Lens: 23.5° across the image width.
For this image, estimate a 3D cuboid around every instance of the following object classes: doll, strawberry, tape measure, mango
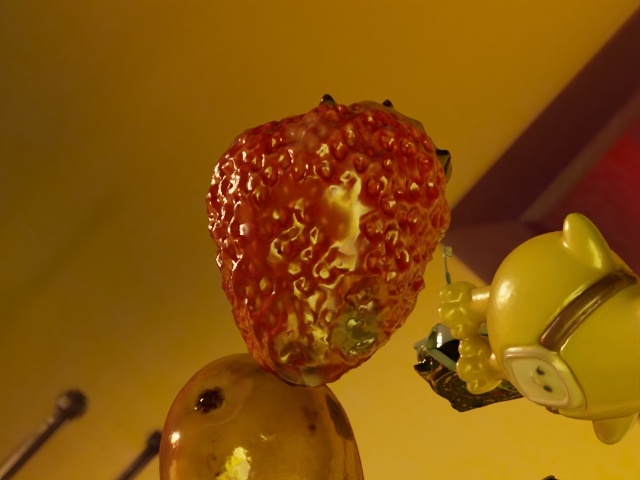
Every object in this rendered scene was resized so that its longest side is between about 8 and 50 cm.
[{"bbox_3d":[0.245,0.071,1.264,0.363,0.145,0.199,-12,-80,53],"label":"doll"},{"bbox_3d":[0.000,-0.014,1.768,0.292,0.292,0.310,43,28,-8],"label":"strawberry"},{"bbox_3d":[0.238,0.172,2.247,0.182,0.181,0.107,44,37,-52],"label":"tape measure"},{"bbox_3d":[-0.059,0.363,2.000,0.300,0.232,0.446,-33,111,-56],"label":"mango"}]

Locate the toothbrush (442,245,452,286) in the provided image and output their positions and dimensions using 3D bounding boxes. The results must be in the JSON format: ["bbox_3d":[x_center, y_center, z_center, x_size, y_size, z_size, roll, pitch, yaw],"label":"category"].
[{"bbox_3d":[0.190,0.060,2.252,0.167,0.014,0.011,-90,173,-52],"label":"toothbrush"}]

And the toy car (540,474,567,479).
[{"bbox_3d":[0.280,0.459,2.162,0.190,0.188,0.255,60,-33,8],"label":"toy car"}]
